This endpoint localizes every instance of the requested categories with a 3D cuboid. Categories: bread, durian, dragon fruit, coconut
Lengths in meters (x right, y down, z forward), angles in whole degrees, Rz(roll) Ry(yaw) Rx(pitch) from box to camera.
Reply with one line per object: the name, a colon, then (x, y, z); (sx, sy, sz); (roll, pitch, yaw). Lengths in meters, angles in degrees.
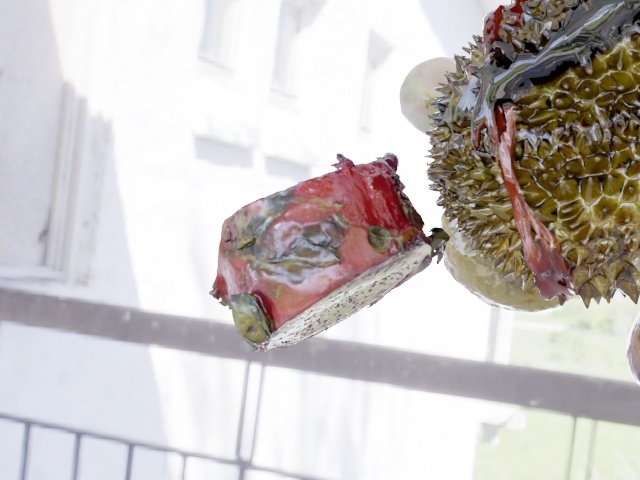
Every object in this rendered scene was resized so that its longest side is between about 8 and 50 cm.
bread: (0.293, 0.006, 1.615); (0.244, 0.244, 0.134); (6, -27, -14)
durian: (0.280, -0.106, 1.073); (0.348, 0.347, 0.384); (6, -12, -42)
dragon fruit: (0.000, 0.000, 1.034); (0.282, 0.147, 0.211); (-24, -14, -40)
coconut: (0.247, -0.292, 2.198); (0.171, 0.170, 0.183); (7, 18, 15)

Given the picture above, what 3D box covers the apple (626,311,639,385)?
apple: (0.539, 0.156, 1.497); (0.211, 0.188, 0.211); (39, -2, 1)
